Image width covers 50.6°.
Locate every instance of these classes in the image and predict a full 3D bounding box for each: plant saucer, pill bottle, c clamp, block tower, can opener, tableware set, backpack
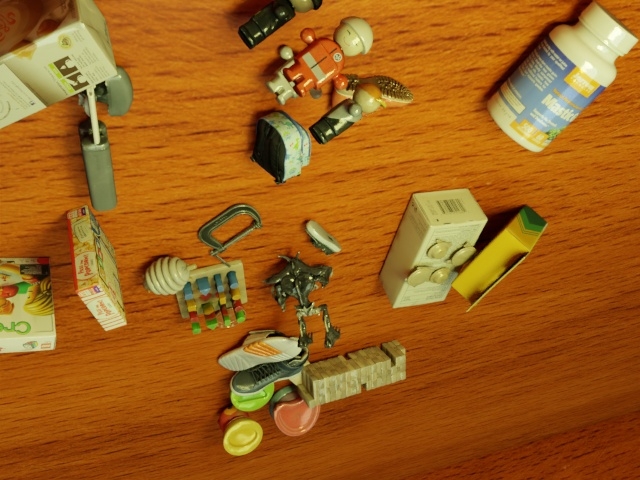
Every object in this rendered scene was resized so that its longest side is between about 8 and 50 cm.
[{"bbox_3d":[-0.228,0.190,1.698,0.083,0.013,0.083,-14,143,-11],"label":"plant saucer"},{"bbox_3d":[0.468,-0.317,1.312,0.152,0.152,0.272,12,132,-37],"label":"pill bottle"},{"bbox_3d":[-0.188,-0.017,1.460,0.160,0.022,0.137,-36,136,20],"label":"c clamp"},{"bbox_3d":[0.101,0.393,2.010,0.335,0.091,0.097,-14,116,-21],"label":"block tower"},{"bbox_3d":[-0.355,-0.167,1.139,0.095,0.076,0.283,-9,142,-16],"label":"can opener"},{"bbox_3d":[0.285,0.058,1.607,0.141,0.020,0.169,11,130,-40],"label":"tableware set"},{"bbox_3d":[-0.071,-0.180,1.250,0.084,0.105,0.114,-30,149,-29],"label":"backpack"}]

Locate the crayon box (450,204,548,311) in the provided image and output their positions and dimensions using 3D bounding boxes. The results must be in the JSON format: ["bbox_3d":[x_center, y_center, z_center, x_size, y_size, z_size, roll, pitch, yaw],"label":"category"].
[{"bbox_3d":[0.437,0.037,1.655,0.202,0.081,0.318,-51,170,28],"label":"crayon box"}]

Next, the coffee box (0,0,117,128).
[{"bbox_3d":[-0.423,-0.254,0.941,0.246,0.141,0.098,-25,144,2],"label":"coffee box"}]

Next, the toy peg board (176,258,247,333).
[{"bbox_3d":[-0.247,0.138,1.570,0.161,0.079,0.161,-14,143,-12],"label":"toy peg board"}]

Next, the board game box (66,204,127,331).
[{"bbox_3d":[-0.422,0.052,1.277,0.045,0.193,0.147,-19,143,-6],"label":"board game box"}]

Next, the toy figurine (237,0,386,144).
[{"bbox_3d":[-0.004,-0.283,1.070,0.148,0.213,0.209,-39,147,-5],"label":"toy figurine"}]

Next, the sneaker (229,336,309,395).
[{"bbox_3d":[-0.135,0.342,1.856,0.226,0.086,0.163,-17,155,-28],"label":"sneaker"}]

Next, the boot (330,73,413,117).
[{"bbox_3d":[0.094,-0.262,1.272,0.158,0.059,0.085,2,141,-17],"label":"boot"}]

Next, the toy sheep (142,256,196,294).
[{"bbox_3d":[-0.323,0.074,1.448,0.132,0.091,0.091,-25,144,13],"label":"toy sheep"}]

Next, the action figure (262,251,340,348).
[{"bbox_3d":[-0.041,0.126,1.620,0.164,0.141,0.276,-14,117,2],"label":"action figure"}]

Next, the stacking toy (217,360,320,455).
[{"bbox_3d":[-0.166,0.472,2.045,0.309,0.130,0.280,-9,114,-23],"label":"stacking toy"}]

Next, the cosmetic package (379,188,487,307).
[{"bbox_3d":[0.269,0.024,1.666,0.160,0.113,0.309,-6,141,-22],"label":"cosmetic package"}]

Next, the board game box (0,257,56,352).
[{"bbox_3d":[-0.654,0.119,1.241,0.305,0.193,0.053,0,138,-28],"label":"board game box"}]

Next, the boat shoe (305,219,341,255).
[{"bbox_3d":[0.000,0.000,1.551,0.040,0.049,0.142,-33,144,14],"label":"boat shoe"}]

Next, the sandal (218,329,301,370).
[{"bbox_3d":[-0.168,0.277,1.798,0.265,0.076,0.102,-20,135,32],"label":"sandal"}]
